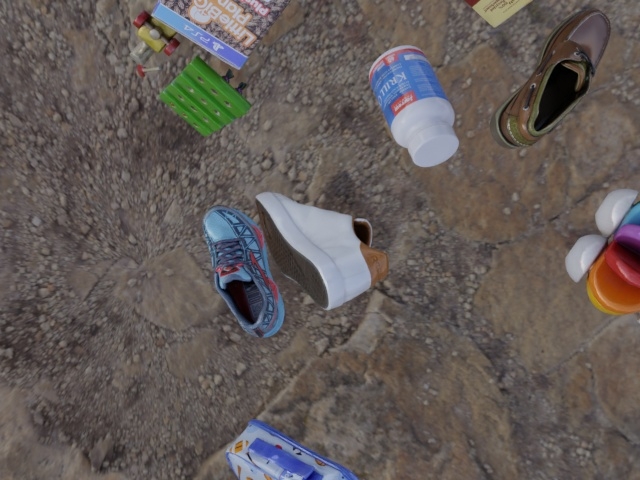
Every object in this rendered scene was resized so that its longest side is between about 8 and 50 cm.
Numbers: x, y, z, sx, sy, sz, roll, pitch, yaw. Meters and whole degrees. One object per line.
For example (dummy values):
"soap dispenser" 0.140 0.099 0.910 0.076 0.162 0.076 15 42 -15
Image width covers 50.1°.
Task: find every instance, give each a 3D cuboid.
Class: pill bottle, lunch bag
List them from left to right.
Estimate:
"lunch bag" -0.031 0.471 1.302 0.115 0.303 0.243 -46 133 -32
"pill bottle" 0.182 -0.255 1.313 0.124 0.124 0.221 -11 59 -14

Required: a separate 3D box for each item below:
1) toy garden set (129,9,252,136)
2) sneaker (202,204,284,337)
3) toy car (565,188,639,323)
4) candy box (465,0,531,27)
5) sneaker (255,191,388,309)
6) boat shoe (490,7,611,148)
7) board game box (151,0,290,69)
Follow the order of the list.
"toy garden set" -0.218 -0.267 1.099 0.204 0.244 0.049 41 74 -19
"sneaker" -0.143 0.048 1.233 0.104 0.125 0.262 -28 81 7
"toy car" 0.428 0.019 0.915 0.159 0.136 0.182 34 97 19
"candy box" 0.360 -0.504 1.075 0.087 0.183 0.316 36 67 -14
"sneaker" 0.000 0.000 0.988 0.123 0.290 0.106 -21 124 -18
"boat shoe" 0.420 -0.277 1.168 0.110 0.104 0.307 39 79 -16
"board game box" -0.077 -0.426 0.926 0.141 0.291 0.232 29 47 -21
